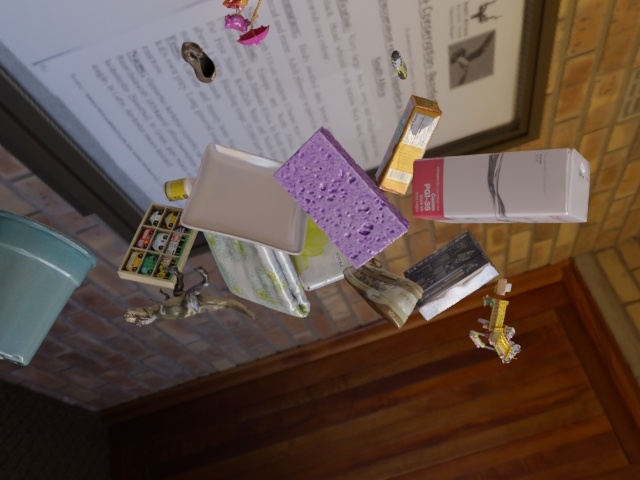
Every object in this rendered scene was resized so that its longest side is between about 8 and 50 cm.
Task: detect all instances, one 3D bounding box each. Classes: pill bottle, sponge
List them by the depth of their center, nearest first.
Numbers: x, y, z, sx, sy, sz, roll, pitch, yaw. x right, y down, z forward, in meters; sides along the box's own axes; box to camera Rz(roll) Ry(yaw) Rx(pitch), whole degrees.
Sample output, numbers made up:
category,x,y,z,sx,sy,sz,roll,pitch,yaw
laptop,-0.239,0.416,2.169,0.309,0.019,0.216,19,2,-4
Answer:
category,x,y,z,sx,sy,sz,roll,pitch,yaw
sponge,0.032,-0.066,0.954,0.210,0.117,0.031,47,31,-7
pill bottle,-0.416,-0.158,1.826,0.065,0.116,0.065,-9,90,-71

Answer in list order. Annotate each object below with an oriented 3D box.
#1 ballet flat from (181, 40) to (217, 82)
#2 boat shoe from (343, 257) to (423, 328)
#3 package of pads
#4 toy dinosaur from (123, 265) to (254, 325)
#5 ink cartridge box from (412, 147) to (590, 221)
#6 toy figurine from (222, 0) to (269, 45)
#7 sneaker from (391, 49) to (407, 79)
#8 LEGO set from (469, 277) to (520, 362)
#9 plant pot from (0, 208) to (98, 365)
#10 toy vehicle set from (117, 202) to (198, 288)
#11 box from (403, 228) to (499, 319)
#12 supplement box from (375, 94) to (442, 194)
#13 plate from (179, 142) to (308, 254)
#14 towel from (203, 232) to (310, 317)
category,x,y,z,sx,sy,sz,roll,pitch,yaw
ballet flat,-0.375,-0.567,1.916,0.250,0.058,0.084,41,58,-79
boat shoe,0.130,0.099,1.254,0.104,0.089,0.285,46,-3,-22
package of pads,0.000,0.000,2.010,0.101,0.229,0.297,128,-59,-75
toy dinosaur,-0.273,0.113,1.243,0.064,0.268,0.118,-68,153,-81
ink cartridge box,0.343,-0.095,1.133,0.207,0.283,0.117,4,87,-57
toy figurine,-0.173,-0.539,1.391,0.130,0.173,0.159,-137,-122,-62
sneaker,0.210,-0.472,1.599,0.035,0.031,0.083,-77,148,-48
LEGO set,0.514,0.246,1.802,0.107,0.132,0.287,11,-54,47
plant pot,-0.842,0.139,1.621,0.341,0.341,0.334,64,41,-59
toy vehicle set,-0.471,0.011,1.779,0.035,0.166,0.267,95,7,-53
box,0.353,0.091,1.647,0.056,0.231,0.183,47,15,-27
supplement box,0.213,-0.232,1.463,0.078,0.080,0.233,-94,-156,-56
plate,-0.162,-0.094,1.401,0.045,0.277,0.278,111,-10,-49
towel,-0.210,0.049,1.755,0.320,0.090,0.374,16,-43,47
